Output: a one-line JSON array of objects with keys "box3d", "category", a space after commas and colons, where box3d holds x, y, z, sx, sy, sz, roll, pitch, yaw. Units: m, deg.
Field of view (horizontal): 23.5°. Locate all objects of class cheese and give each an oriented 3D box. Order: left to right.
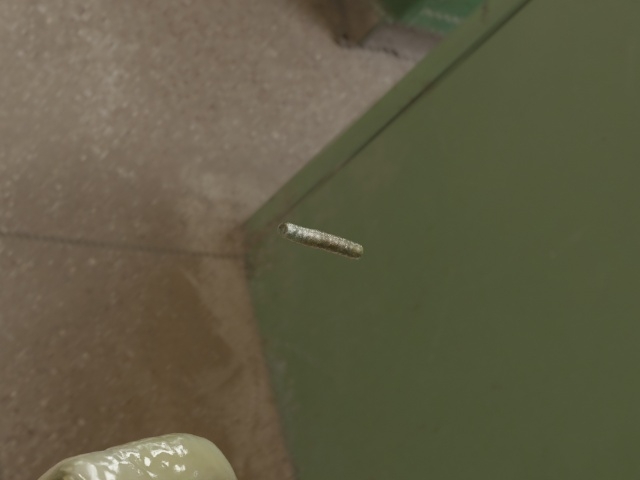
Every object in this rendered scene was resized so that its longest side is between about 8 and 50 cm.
[{"box3d": [-0.274, 0.387, 1.992, 0.328, 0.351, 0.130, -6, 52, -49], "category": "cheese"}]

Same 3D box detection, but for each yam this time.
[{"box3d": [0.000, 0.000, 1.631, 0.116, 0.021, 0.021, 18, 51, -40], "category": "yam"}]
